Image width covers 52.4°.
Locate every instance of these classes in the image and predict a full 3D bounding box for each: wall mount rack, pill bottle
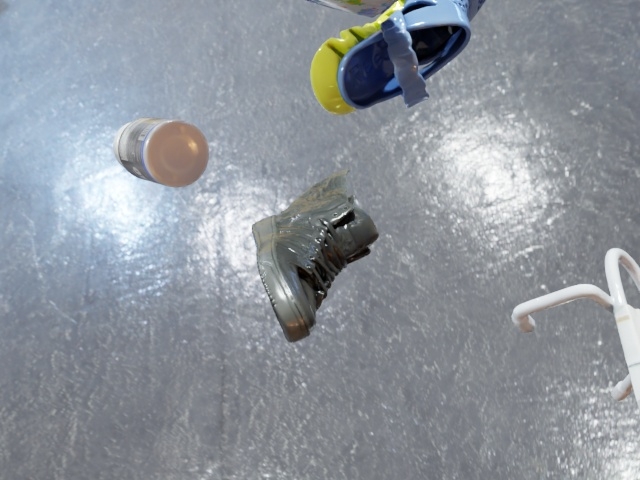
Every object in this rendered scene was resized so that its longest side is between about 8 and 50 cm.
[{"bbox_3d":[0.319,0.198,0.658,0.130,0.304,0.350,-28,46,36],"label":"wall mount rack"},{"bbox_3d":[-0.196,-0.108,0.781,0.078,0.078,0.137,-50,33,-16],"label":"pill bottle"}]

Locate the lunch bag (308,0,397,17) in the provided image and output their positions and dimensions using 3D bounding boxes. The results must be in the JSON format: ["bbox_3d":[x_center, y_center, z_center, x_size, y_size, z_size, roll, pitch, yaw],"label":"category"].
[{"bbox_3d":[0.026,-0.306,0.707,0.096,0.151,0.129,-61,16,-3],"label":"lunch bag"}]

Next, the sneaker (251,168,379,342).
[{"bbox_3d":[0.001,0.002,0.455,0.089,0.051,0.170,-20,26,-2],"label":"sneaker"}]

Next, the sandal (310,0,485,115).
[{"bbox_3d":[0.138,-0.264,0.819,0.138,0.126,0.317,24,67,45],"label":"sandal"}]
